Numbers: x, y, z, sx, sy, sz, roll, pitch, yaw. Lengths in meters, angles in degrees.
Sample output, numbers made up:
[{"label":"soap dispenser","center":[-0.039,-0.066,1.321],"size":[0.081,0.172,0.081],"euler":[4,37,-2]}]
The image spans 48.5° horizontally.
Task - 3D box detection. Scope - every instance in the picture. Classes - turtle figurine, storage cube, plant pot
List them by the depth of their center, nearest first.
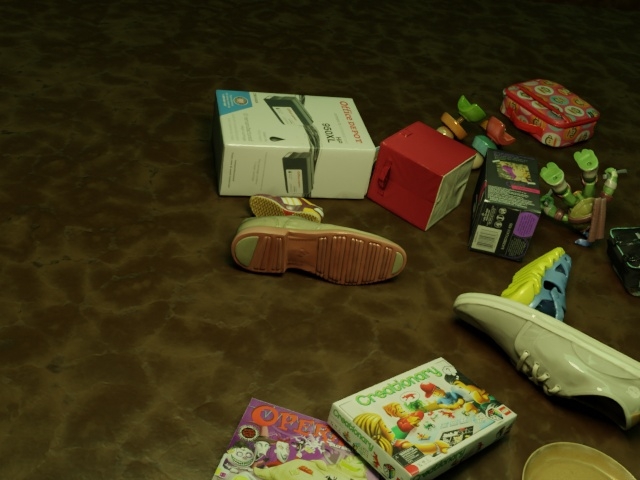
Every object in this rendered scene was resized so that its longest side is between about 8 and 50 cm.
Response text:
[{"label":"plant pot","center":[0.467,0.464,1.252],"size":[0.237,0.032,0.236],"euler":[7,39,-6]},{"label":"storage cube","center":[0.269,-0.174,1.880],"size":[0.193,0.183,0.215],"euler":[34,43,25]},{"label":"turtle figurine","center":[0.678,-0.147,1.897],"size":[0.198,0.266,0.274],"euler":[7,63,34]}]

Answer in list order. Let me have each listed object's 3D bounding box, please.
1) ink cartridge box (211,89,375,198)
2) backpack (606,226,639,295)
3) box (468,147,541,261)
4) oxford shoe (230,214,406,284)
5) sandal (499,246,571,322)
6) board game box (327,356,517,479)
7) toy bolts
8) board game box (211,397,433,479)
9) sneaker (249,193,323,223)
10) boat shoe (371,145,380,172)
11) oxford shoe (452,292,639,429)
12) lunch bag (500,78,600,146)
[{"label":"ink cartridge box","center":[-0.081,-0.259,1.909],"size":[0.395,0.166,0.285],"euler":[1,40,-15]},{"label":"backpack","center":[0.832,0.044,1.774],"size":[0.189,0.144,0.165],"euler":[-14,37,5]},{"label":"box","center":[0.477,-0.098,1.852],"size":[0.144,0.165,0.270],"euler":[14,37,5]},{"label":"oxford shoe","center":[0.000,0.000,1.633],"size":[0.397,0.140,0.146],"euler":[9,31,-6]},{"label":"sandal","center":[0.515,0.123,1.644],"size":[0.138,0.126,0.317],"euler":[51,42,3]},{"label":"board game box","center":[0.188,0.323,1.287],"size":[0.305,0.053,0.193],"euler":[-12,36,-42]},{"label":"toy bolts","center":[0.477,-0.298,2.174],"size":[0.218,0.158,0.228],"euler":[38,10,-35]},{"label":"board game box","center":[0.012,0.395,1.188],"size":[0.347,0.056,0.208],"euler":[16,26,6]},{"label":"sneaker","center":[-0.084,-0.077,1.770],"size":[0.186,0.069,0.084],"euler":[20,29,0]},{"label":"boat shoe","center":[0.189,-0.233,2.028],"size":[0.066,0.066,0.183],"euler":[32,42,21]},{"label":"oxford shoe","center":[0.465,0.240,1.453],"size":[0.450,0.169,0.130],"euler":[28,76,22]},{"label":"lunch bag","center":[0.750,-0.426,2.386],"size":[0.258,0.120,0.293],"euler":[-17,44,-26]}]
